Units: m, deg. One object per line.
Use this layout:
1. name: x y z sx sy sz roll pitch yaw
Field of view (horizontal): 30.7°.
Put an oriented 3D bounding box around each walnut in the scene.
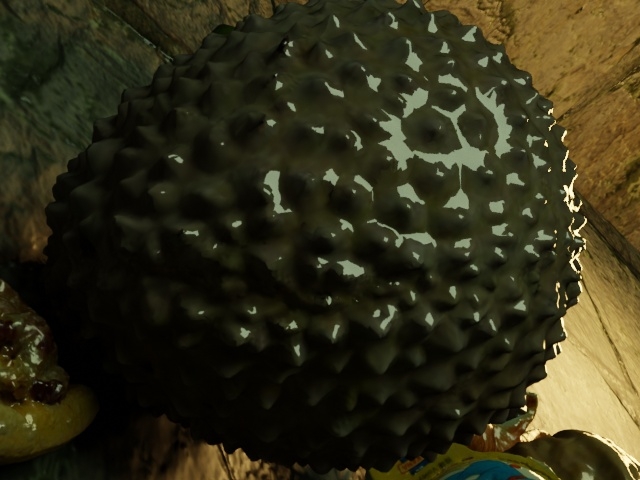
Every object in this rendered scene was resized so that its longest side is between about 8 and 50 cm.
1. walnut: 0.249 0.290 1.131 0.213 0.213 0.213 41 20 -19

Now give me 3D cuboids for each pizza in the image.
1. pizza: -0.221 0.052 0.746 0.194 0.069 0.154 55 21 15

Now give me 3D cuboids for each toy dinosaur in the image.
1. toy dinosaur: 0.187 0.223 1.238 0.212 0.057 0.142 31 57 -25

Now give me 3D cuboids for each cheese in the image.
1. cheese: 0.126 0.241 1.041 0.270 0.177 0.069 44 -22 37

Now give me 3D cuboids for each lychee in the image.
1. lychee: 0.000 0.000 0.894 0.432 0.380 0.380 -14 61 -44

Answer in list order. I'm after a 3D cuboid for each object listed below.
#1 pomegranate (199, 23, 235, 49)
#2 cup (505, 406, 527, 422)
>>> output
1. pomegranate: -0.086 -0.143 1.311 0.240 0.159 0.190 26 -1 28
2. cup: 0.199 0.200 1.353 0.078 0.077 0.100 32 24 -38
